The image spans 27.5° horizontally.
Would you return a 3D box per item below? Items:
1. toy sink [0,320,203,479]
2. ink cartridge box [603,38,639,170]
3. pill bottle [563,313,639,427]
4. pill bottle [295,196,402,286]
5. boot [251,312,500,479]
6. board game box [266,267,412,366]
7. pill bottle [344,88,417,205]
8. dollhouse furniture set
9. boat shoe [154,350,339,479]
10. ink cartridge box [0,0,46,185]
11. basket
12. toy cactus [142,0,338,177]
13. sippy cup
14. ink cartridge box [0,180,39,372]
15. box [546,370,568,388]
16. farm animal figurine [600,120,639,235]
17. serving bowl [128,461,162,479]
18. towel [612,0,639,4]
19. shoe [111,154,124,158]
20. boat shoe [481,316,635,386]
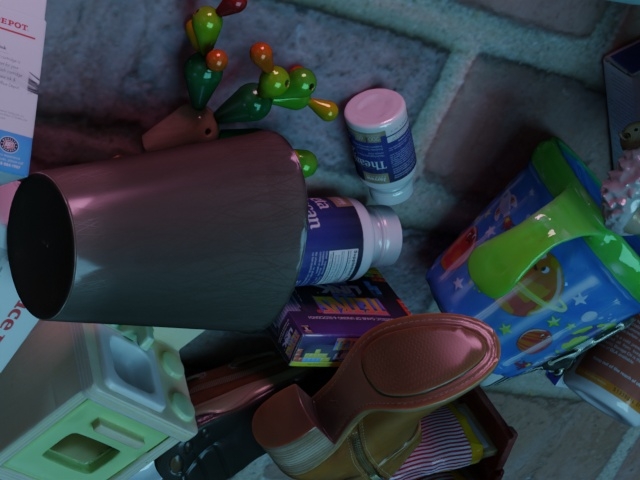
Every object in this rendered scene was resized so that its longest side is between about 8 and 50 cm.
[{"bbox_3d":[-0.223,0.154,1.341,0.234,0.131,0.153,-37,137,18],"label":"toy sink"},{"bbox_3d":[0.514,-0.155,1.630,0.324,0.071,0.330,-28,132,-11],"label":"ink cartridge box"},{"bbox_3d":[0.429,0.130,1.742,0.216,0.121,0.121,-56,134,-5],"label":"pill bottle"},{"bbox_3d":[0.000,0.000,1.418,0.169,0.094,0.094,-5,126,-29],"label":"pill bottle"},{"bbox_3d":[0.085,0.193,1.424,0.283,0.109,0.220,-30,147,7],"label":"boot"},{"bbox_3d":[0.015,0.080,1.456,0.170,0.141,0.048,4,122,-34],"label":"board game box"},{"bbox_3d":[0.067,-0.097,1.401,0.067,0.067,0.120,-26,133,-12],"label":"pill bottle"},{"bbox_3d":[0.188,0.359,1.621,0.201,0.374,0.152,-12,134,-26],"label":"dollhouse furniture set"},{"bbox_3d":[-0.064,0.173,1.500,0.324,0.120,0.122,-15,124,-32],"label":"boat shoe"},{"bbox_3d":[-0.297,-0.146,1.110,0.104,0.060,0.180,14,74,-38],"label":"ink cartridge box"},{"bbox_3d":[-0.149,-0.002,1.170,0.227,0.154,0.204,-3,121,-39],"label":"basket"},{"bbox_3d":[-0.091,-0.135,1.273,0.180,0.112,0.219,-24,139,13],"label":"toy cactus"},{"bbox_3d":[0.256,0.036,1.527,0.224,0.240,0.305,-39,127,17],"label":"sippy cup"},{"bbox_3d":[-0.390,0.017,1.177,0.283,0.117,0.207,26,107,-42],"label":"ink cartridge box"},{"bbox_3d":[0.377,0.172,1.828,0.136,0.028,0.081,12,117,-39],"label":"box"},{"bbox_3d":[0.434,-0.167,1.412,0.330,0.172,0.326,-4,121,-46],"label":"farm animal figurine"},{"bbox_3d":[-0.212,0.253,1.533,0.083,0.027,0.083,-16,130,-20],"label":"serving bowl"},{"bbox_3d":[0.397,-0.329,1.268,0.374,0.090,0.320,-7,168,-38],"label":"towel"},{"bbox_3d":[-0.159,-0.006,1.329,0.058,0.076,0.219,-42,137,-3],"label":"shoe"},{"bbox_3d":[0.302,0.138,1.690,0.219,0.078,0.070,-32,104,12],"label":"boat shoe"}]
